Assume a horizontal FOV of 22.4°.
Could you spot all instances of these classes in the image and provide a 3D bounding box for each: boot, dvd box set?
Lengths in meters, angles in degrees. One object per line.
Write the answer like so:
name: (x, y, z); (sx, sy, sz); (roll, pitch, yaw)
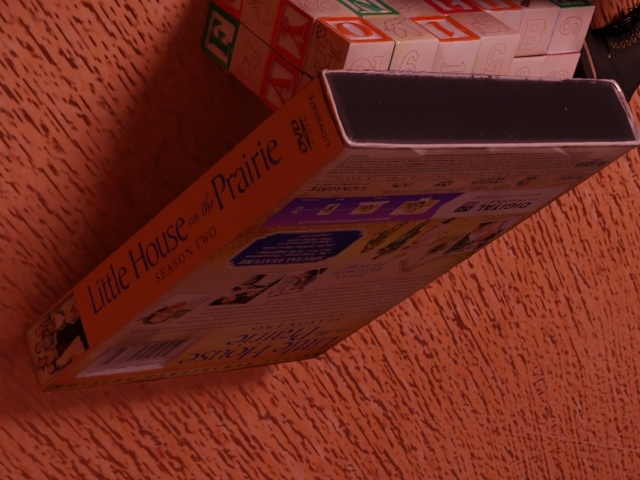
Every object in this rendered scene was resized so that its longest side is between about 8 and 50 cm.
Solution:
boot: (0.269, -0.193, 1.514); (0.137, 0.077, 0.198); (-49, 153, -7)
dvd box set: (0.000, 0.000, 1.249); (0.307, 0.062, 0.420); (-4, 157, -41)

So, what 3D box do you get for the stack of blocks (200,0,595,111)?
stack of blocks: (0.078, -0.160, 1.284); (0.297, 0.171, 0.087); (-9, 126, -38)
